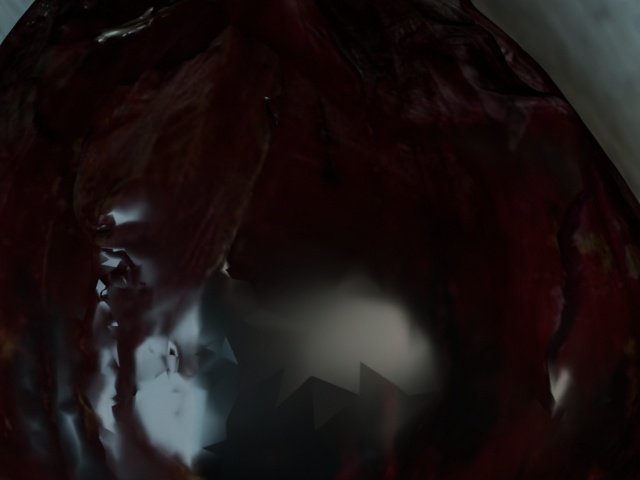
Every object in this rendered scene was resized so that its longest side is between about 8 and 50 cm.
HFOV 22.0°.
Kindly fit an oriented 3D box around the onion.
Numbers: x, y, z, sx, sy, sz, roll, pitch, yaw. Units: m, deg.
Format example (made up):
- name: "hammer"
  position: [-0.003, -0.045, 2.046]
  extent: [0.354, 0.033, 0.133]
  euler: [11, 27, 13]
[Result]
- name: "onion"
  position: [-0.002, 0.021, 0.554]
  extent: [0.281, 0.281, 0.221]
  euler: [36, 173, -10]
